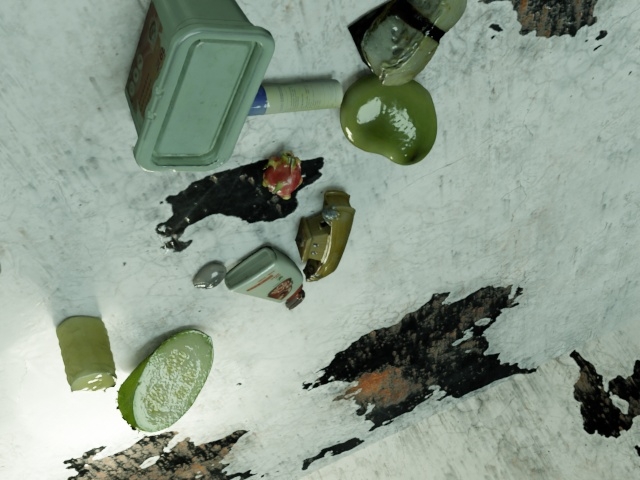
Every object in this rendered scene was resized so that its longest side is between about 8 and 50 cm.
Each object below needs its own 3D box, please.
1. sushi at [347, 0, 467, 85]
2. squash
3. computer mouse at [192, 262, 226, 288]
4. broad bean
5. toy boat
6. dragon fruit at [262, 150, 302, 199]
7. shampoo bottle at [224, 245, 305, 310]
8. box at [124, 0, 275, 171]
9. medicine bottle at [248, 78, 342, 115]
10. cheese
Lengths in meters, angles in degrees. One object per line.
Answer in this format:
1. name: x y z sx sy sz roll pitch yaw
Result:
1. sushi: 0.199 -0.407 1.673 0.273 0.109 0.134 -34 149 10
2. squash: -0.395 0.373 2.315 0.260 0.189 0.189 -39 147 27
3. computer mouse: -0.266 0.092 2.133 0.066 0.039 0.096 12 132 -46
4. broad bean: 0.150 -0.255 1.855 0.189 0.121 0.263 -43 144 18
5. toy boat: 0.000 0.000 2.153 0.122 0.089 0.321 -7 146 -19
6. dragon fruit: -0.078 -0.146 1.885 0.086 0.081 0.116 8 136 -29
7. shampoo bottle: -0.112 0.111 2.246 0.153 0.071 0.284 -36 148 10
8. box: -0.222 -0.282 1.474 0.175 0.182 0.312 -4 142 -32
9. medicine bottle: -0.070 -0.277 1.713 0.231 0.059 0.059 -9 145 -26
10. cheese: -0.544 0.266 2.060 0.123 0.167 0.094 5 139 -37
